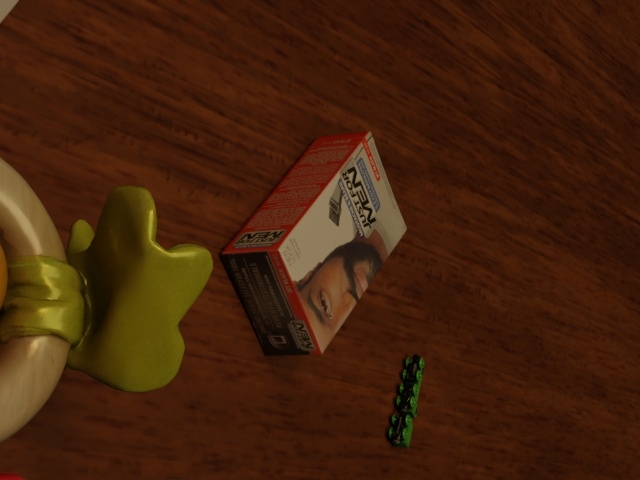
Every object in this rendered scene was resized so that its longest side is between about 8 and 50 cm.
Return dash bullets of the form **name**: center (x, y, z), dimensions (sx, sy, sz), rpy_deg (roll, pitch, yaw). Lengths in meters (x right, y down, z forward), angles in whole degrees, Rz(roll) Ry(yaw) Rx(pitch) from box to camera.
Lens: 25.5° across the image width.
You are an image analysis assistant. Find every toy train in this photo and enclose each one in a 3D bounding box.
- **toy train**: center (0.074, 0.134, 1.179), dimensions (0.024, 0.017, 0.083), rpy_deg (60, 38, -49)

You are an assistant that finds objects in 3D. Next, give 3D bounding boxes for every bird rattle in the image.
- **bird rattle**: center (-0.192, 0.051, 0.715), dimensions (0.253, 0.143, 0.207), rpy_deg (-46, 113, -35)

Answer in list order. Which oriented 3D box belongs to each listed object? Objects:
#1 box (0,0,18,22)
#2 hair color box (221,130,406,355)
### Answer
- **box**: center (-0.242, -0.104, 0.650), dimensions (0.145, 0.038, 0.186), rpy_deg (44, 48, -19)
- **hair color box**: center (0.000, 0.000, 1.048), dimensions (0.167, 0.053, 0.093), rpy_deg (-53, 129, -46)
